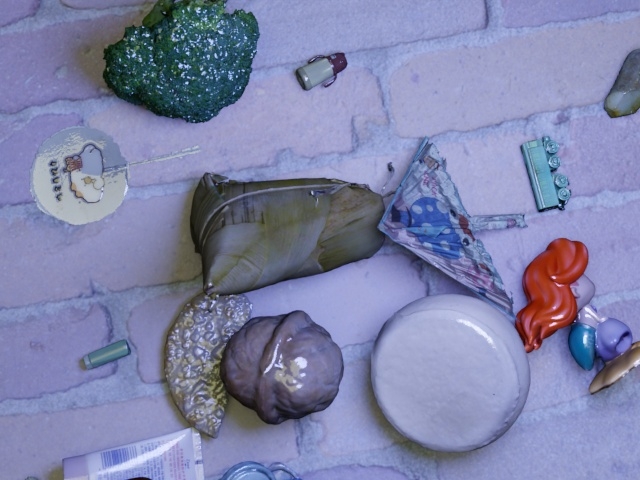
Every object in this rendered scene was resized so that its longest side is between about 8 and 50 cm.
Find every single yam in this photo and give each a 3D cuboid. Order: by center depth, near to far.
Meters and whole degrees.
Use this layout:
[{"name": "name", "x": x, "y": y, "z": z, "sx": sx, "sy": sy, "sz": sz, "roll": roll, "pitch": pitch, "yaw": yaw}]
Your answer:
[{"name": "yam", "x": 0.604, "y": -0.304, "z": 1.831, "sx": 0.070, "sy": 0.070, "sz": 0.146, "roll": 27, "pitch": 81, "yaw": 1}]

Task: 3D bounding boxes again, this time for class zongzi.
[{"name": "zongzi", "x": 0.000, "y": 0.000, "z": 1.627, "sx": 0.448, "sy": 0.418, "sz": 0.181, "roll": -5, "pitch": 110, "yaw": -6}]

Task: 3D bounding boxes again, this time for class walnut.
[{"name": "walnut", "x": -0.065, "y": 0.219, "z": 1.651, "sx": 0.224, "sy": 0.224, "sz": 0.224, "roll": 0, "pitch": 82, "yaw": -3}]

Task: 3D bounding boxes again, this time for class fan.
[{"name": "fan", "x": -0.385, "y": -0.138, "z": 1.785, "sx": 0.329, "sy": 0.009, "sz": 0.190, "roll": -11, "pitch": 83, "yaw": -4}]

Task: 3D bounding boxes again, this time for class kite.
[{"name": "kite", "x": 0.244, "y": -0.025, "z": 1.708, "sx": 0.369, "sy": 0.014, "sz": 0.405, "roll": -3, "pitch": 60, "yaw": -35}]

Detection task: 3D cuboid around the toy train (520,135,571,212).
[{"name": "toy train", "x": 0.433, "y": -0.125, "z": 1.814, "sx": 0.071, "sy": 0.038, "sz": 0.147, "roll": -14, "pitch": 84, "yaw": -2}]

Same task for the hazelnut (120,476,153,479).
[{"name": "hazelnut", "x": -0.335, "y": 0.500, "z": 1.587, "sx": 0.218, "sy": 0.233, "sz": 0.218, "roll": 5, "pitch": 53, "yaw": -7}]

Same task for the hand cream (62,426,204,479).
[{"name": "hand cream", "x": -0.330, "y": 0.408, "z": 1.689, "sx": 0.248, "sy": 0.083, "sz": 0.133, "roll": -3, "pitch": 85, "yaw": -14}]

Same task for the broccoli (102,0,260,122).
[{"name": "broccoli", "x": -0.250, "y": -0.343, "z": 1.719, "sx": 0.295, "sy": 0.265, "sz": 0.245, "roll": -29, "pitch": 56, "yaw": -17}]

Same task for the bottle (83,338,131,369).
[{"name": "bottle", "x": -0.389, "y": 0.208, "z": 1.728, "sx": 0.083, "sy": 0.030, "sz": 0.030, "roll": -22, "pitch": 84, "yaw": -5}]

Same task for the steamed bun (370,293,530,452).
[{"name": "steamed bun", "x": 0.233, "y": 0.224, "z": 1.674, "sx": 0.283, "sy": 0.177, "sz": 0.282, "roll": 5, "pitch": 105, "yaw": 19}]

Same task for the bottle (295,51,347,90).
[{"name": "bottle", "x": 0.006, "y": -0.325, "z": 1.815, "sx": 0.101, "sy": 0.047, "sz": 0.063, "roll": -28, "pitch": 99, "yaw": -11}]

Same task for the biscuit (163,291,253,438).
[{"name": "biscuit", "x": -0.215, "y": 0.204, "z": 1.734, "sx": 0.141, "sy": 0.038, "sz": 0.289, "roll": 14, "pitch": 80, "yaw": 0}]

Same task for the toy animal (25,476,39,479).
[{"name": "toy animal", "x": -0.510, "y": 0.512, "z": 1.660, "sx": 0.101, "sy": 0.103, "sz": 0.218, "roll": -40, "pitch": 90, "yaw": 17}]

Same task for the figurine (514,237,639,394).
[{"name": "figurine", "x": 0.456, "y": 0.141, "z": 1.716, "sx": 0.208, "sy": 0.181, "sz": 0.257, "roll": -46, "pitch": 79, "yaw": 21}]

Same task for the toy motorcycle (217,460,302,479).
[{"name": "toy motorcycle", "x": -0.108, "y": 0.546, "z": 1.621, "sx": 0.241, "sy": 0.182, "sz": 0.319, "roll": 25, "pitch": 83, "yaw": 0}]

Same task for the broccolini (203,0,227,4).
[{"name": "broccolini", "x": -0.183, "y": -0.487, "z": 1.839, "sx": 0.035, "sy": 0.030, "sz": 0.140, "roll": 29, "pitch": 74, "yaw": 37}]
